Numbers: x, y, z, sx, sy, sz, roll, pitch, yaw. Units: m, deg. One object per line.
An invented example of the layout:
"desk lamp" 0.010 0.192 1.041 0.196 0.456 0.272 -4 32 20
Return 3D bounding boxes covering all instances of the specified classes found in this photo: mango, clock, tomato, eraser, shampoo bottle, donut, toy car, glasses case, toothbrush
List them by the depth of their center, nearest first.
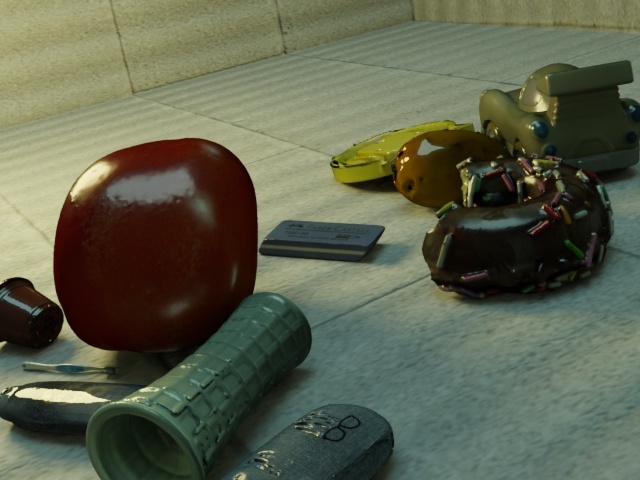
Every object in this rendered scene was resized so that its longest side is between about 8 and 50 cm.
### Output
"glasses case" -0.036 0.249 0.790 0.109 0.067 0.282 10 28 42
"shampoo bottle" -0.296 0.209 1.002 0.233 0.049 0.087 -1 22 20
"toothbrush" -0.358 0.181 1.142 0.162 0.014 0.017 0 6 22
"tomato" -0.224 0.007 1.143 0.293 0.290 0.325 -7 17 6
"donut" 0.314 -0.035 1.238 0.259 0.136 0.345 -2 25 24
"eraser" 0.000 0.000 1.396 0.225 0.036 0.082 4 28 28
"mango" 0.254 -0.138 1.510 0.248 0.156 0.151 -5 -24 -28
"toy car" 0.462 -0.260 1.583 0.242 0.226 0.336 -11 24 -3
"clock" 0.162 -0.179 1.701 0.277 0.071 0.293 -24 17 -15

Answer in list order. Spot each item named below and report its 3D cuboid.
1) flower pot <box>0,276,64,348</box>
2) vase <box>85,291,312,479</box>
"flower pot" -0.449 0.120 1.225 0.089 0.111 0.111 21 34 24
"vase" -0.117 0.169 0.928 0.143 0.143 0.299 2 23 26
